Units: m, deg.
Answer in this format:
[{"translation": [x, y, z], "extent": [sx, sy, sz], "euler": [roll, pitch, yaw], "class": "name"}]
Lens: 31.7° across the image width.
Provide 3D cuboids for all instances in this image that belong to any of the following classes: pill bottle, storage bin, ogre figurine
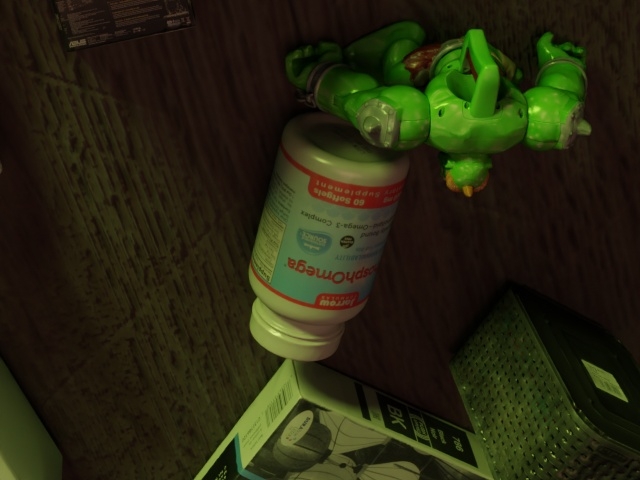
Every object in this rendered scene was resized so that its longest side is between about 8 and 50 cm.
[{"translation": [0.000, 0.000, 0.769], "extent": [0.087, 0.087, 0.160], "euler": [7, 120, -14], "class": "pill bottle"}, {"translation": [0.181, 0.127, 0.822], "extent": [0.122, 0.180, 0.084], "euler": [27, 113, -23], "class": "storage bin"}, {"translation": [0.083, -0.093, 0.708], "extent": [0.197, 0.118, 0.096], "euler": [16, 117, -18], "class": "ogre figurine"}]

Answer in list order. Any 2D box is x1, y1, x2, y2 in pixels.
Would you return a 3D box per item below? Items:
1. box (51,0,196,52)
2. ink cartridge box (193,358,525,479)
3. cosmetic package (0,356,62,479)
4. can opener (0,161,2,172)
[{"translation": [-0.124, -0.157, 0.693], "extent": [0.083, 0.018, 0.067], "euler": [-13, 122, -2], "class": "box"}, {"translation": [0.072, 0.226, 0.935], "extent": [0.333, 0.065, 0.165], "euler": [25, 113, -23], "class": "ink cartridge box"}, {"translation": [-0.413, 0.139, 0.779], "extent": [0.377, 0.097, 0.284], "euler": [-19, 124, 3], "class": "cosmetic package"}, {"translation": [-0.252, -0.136, 0.648], "extent": [0.074, 0.093, 0.280], "euler": [-9, 117, -3], "class": "can opener"}]
